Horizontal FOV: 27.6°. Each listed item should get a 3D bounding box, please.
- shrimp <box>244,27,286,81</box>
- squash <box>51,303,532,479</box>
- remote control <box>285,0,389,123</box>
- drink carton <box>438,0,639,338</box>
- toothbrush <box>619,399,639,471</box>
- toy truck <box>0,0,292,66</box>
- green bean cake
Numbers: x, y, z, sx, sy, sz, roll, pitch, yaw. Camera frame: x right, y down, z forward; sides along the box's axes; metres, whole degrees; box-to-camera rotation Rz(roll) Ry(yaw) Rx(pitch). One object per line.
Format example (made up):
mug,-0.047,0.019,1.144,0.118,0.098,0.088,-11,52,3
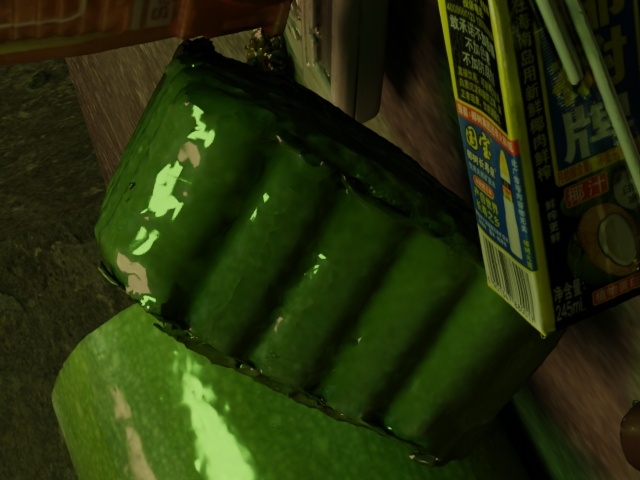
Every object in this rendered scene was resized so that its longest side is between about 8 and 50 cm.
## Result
shrimp,-0.044,-0.106,1.048,0.184,0.043,0.091,87,161,-59
squash,0.020,0.213,0.791,0.263,0.263,0.384,95,151,-65
remote control,0.011,-0.157,0.699,0.230,0.049,0.090,92,153,-61
drink carton,0.091,-0.052,0.483,0.056,0.071,0.165,45,154,54
toothbrush,0.175,0.061,0.382,0.364,0.041,0.041,144,104,-78
toy truck,-0.077,-0.234,0.463,0.173,0.207,0.387,63,156,23
green bean cake,0.000,0.000,0.632,0.214,0.113,0.200,30,-170,-13
